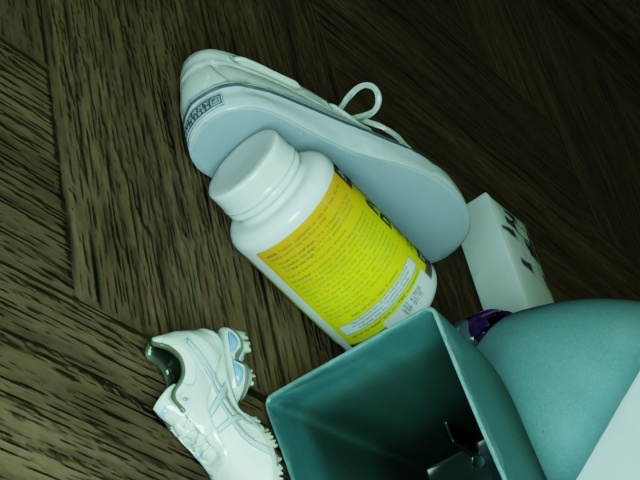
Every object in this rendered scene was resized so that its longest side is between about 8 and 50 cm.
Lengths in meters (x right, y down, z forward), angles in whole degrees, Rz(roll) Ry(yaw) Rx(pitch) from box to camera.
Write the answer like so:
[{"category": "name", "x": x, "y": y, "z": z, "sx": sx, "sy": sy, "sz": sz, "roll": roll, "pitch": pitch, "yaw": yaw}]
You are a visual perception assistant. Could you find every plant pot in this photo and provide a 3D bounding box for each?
[{"category": "plant pot", "x": 0.102, "y": 0.192, "z": 1.257, "sx": 0.234, "sy": 0.166, "sz": 0.165, "roll": 32, "pitch": 31, "yaw": -55}, {"category": "plant pot", "x": 0.246, "y": 0.171, "z": 1.473, "sx": 0.195, "sy": 0.290, "sz": 0.290, "roll": 27, "pitch": 9, "yaw": 29}]

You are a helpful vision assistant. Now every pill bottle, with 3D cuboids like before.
[{"category": "pill bottle", "x": 0.000, "y": 0.000, "z": 1.366, "sx": 0.215, "sy": 0.117, "sz": 0.117, "roll": 45, "pitch": 25, "yaw": -24}]

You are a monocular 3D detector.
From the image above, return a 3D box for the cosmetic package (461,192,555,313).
[{"category": "cosmetic package", "x": 0.236, "y": 0.060, "z": 1.820, "sx": 0.099, "sy": 0.060, "sz": 0.239, "roll": 32, "pitch": 32, "yaw": -41}]

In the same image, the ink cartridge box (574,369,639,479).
[{"category": "ink cartridge box", "x": 0.308, "y": 0.256, "z": 1.313, "sx": 0.122, "sy": 0.211, "sz": 0.289, "roll": 25, "pitch": -17, "yaw": 29}]

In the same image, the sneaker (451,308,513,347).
[{"category": "sneaker", "x": 0.188, "y": 0.115, "z": 1.602, "sx": 0.083, "sy": 0.098, "sz": 0.224, "roll": 61, "pitch": 24, "yaw": 13}]

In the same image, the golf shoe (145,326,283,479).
[{"category": "golf shoe", "x": -0.085, "y": 0.142, "z": 1.104, "sx": 0.086, "sy": 0.069, "sz": 0.176, "roll": 8, "pitch": 45, "yaw": -34}]

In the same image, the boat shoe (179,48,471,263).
[{"category": "boat shoe", "x": 0.000, "y": -0.095, "z": 1.506, "sx": 0.367, "sy": 0.136, "sz": 0.156, "roll": 22, "pitch": 35, "yaw": -37}]
